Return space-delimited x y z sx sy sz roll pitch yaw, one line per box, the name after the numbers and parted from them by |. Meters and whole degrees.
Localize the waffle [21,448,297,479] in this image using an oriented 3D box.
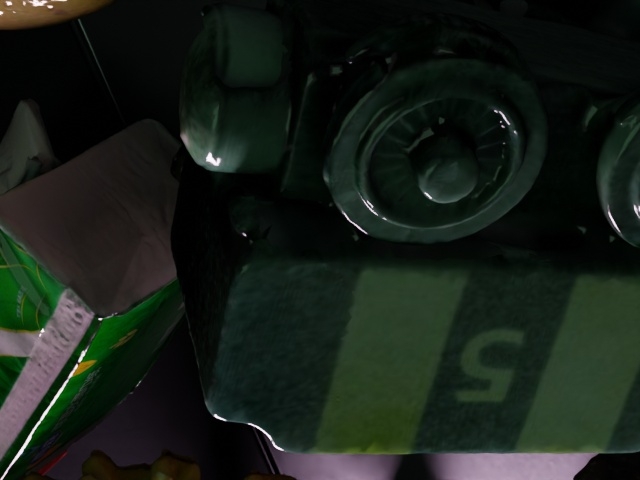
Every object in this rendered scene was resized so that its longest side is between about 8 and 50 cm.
-0.111 0.233 1.077 0.260 0.069 0.293 18 137 -21 | waffle

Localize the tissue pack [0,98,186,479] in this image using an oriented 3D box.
-0.174 0.025 1.007 0.156 0.148 0.209 44 134 6 | tissue pack

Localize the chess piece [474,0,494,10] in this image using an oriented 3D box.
0.069 -0.135 0.798 0.067 0.067 0.103 24 138 20 | chess piece

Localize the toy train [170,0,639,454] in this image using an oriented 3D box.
0.075 -0.023 0.734 0.299 0.167 0.238 4 126 -16 | toy train

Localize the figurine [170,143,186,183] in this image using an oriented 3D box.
0.000 0.000 0.912 0.196 0.108 0.114 38 96 27 | figurine

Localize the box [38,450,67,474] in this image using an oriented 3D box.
-0.314 0.068 1.097 0.089 0.197 0.313 -2 117 36 | box

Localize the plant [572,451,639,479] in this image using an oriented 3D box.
0.159 0.189 0.923 0.092 0.094 0.143 36 128 26 | plant

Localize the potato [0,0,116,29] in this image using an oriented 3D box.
-0.195 -0.217 0.847 0.266 0.229 0.229 23 131 1 | potato
